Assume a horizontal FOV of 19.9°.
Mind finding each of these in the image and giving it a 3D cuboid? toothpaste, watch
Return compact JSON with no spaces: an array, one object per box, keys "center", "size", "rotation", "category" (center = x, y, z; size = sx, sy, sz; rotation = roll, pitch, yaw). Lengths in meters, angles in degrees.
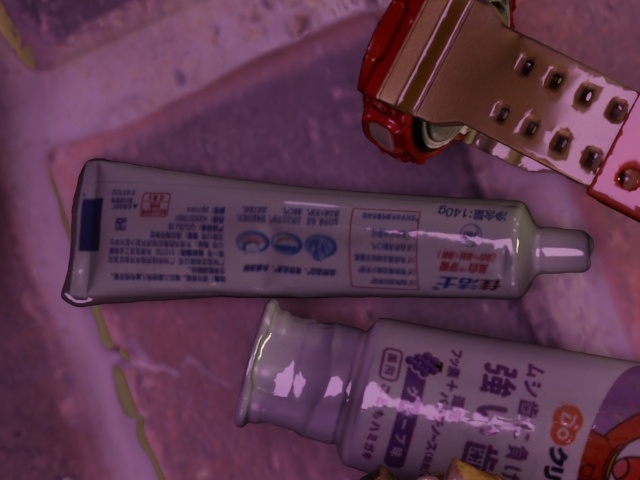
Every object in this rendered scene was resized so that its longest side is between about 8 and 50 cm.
[{"center":[0.111,0.096,0.878],"size":[0.299,0.073,0.114],"rotation":[14,94,4],"category":"toothpaste"},{"center":[0.142,-0.035,0.805],"size":[0.268,0.165,0.102],"rotation":[31,97,32],"category":"watch"},{"center":[0.000,0.001,0.906],"size":[0.268,0.047,0.069],"rotation":[2,110,14],"category":"toothpaste"}]

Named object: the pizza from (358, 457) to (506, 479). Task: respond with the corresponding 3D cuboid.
[{"center":[0.046,0.162,0.879],"size":[0.195,0.185,0.052],"rotation":[-15,44,33],"category":"pizza"}]
